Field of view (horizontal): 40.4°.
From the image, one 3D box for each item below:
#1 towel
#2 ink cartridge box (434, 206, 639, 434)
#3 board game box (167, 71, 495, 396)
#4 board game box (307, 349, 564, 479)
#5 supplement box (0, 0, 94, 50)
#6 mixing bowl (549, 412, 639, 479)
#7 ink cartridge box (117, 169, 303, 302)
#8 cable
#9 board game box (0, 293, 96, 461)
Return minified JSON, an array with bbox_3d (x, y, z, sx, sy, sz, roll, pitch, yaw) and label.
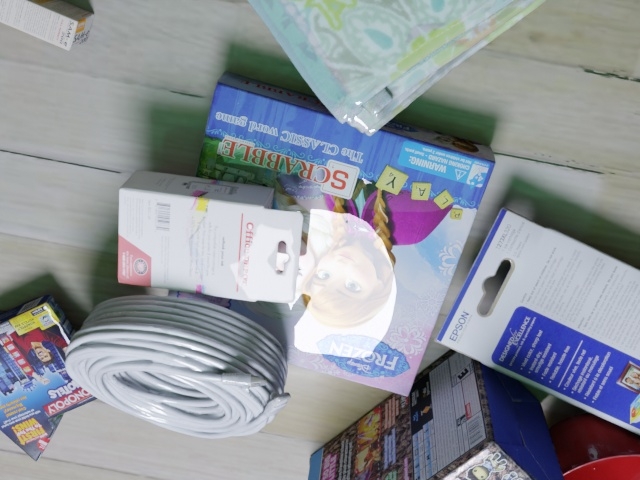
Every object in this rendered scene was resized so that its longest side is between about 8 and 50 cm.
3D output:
[{"bbox_3d":[0.051,-0.334,0.854,0.321,0.090,0.374,-35,98,13],"label":"towel"},{"bbox_3d":[0.332,0.111,1.025,0.371,0.069,0.175,24,97,-8],"label":"ink cartridge box"},{"bbox_3d":[0.000,0.000,1.022,0.319,0.066,0.317,15,113,-1],"label":"board game box"},{"bbox_3d":[0.127,0.295,1.047,0.291,0.232,0.141,-41,104,19],"label":"board game box"},{"bbox_3d":[-0.304,-0.245,0.945,0.099,0.062,0.036,22,111,-4],"label":"supplement box"},{"bbox_3d":[0.335,0.280,1.084,0.182,0.098,0.181,-5,133,-5],"label":"mixing bowl"},{"bbox_3d":[-0.117,-0.003,0.959,0.198,0.067,0.115,8,113,4],"label":"ink cartridge box"},{"bbox_3d":[-0.167,0.150,1.024,0.257,0.089,0.257,19,150,-5],"label":"cable"},{"bbox_3d":[-0.372,0.182,1.129,0.194,0.060,0.194,-24,110,13],"label":"board game box"}]
